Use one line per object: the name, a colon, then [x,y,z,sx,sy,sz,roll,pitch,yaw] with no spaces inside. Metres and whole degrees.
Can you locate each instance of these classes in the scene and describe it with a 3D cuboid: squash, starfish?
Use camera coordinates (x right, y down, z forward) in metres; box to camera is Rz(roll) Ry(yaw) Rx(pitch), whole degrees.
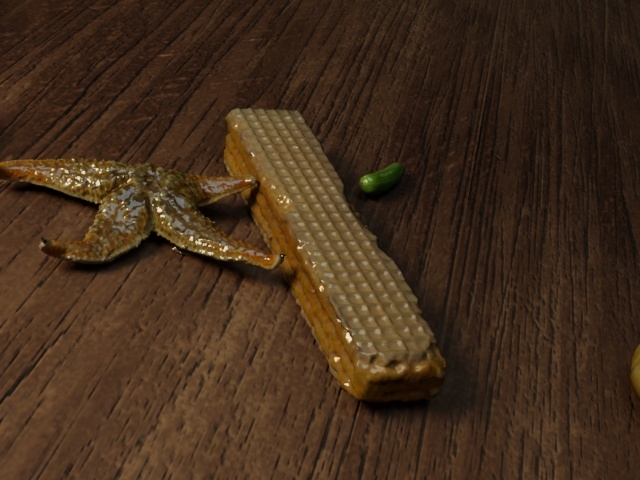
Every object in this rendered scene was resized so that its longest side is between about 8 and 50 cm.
squash: [0.070,-0.068,1.063,0.027,0.027,0.089,36,33,20]
starfish: [-0.164,-0.021,0.853,0.247,0.050,0.138,1,39,-17]

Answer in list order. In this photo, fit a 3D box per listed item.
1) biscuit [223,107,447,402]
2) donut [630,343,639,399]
biscuit: [0.000,0.000,0.902,0.094,0.054,0.378,-1,40,-28]
donut: [0.409,0.156,0.847,0.208,0.128,0.261,2,40,-28]
